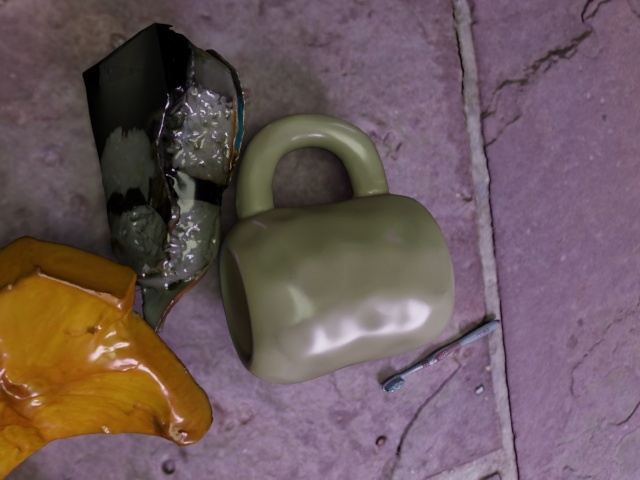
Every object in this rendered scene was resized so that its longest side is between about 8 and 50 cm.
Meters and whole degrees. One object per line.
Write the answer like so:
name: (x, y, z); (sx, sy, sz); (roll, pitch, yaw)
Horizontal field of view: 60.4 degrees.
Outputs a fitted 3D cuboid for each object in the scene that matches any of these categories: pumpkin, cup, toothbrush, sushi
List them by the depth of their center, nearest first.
pumpkin: (-0.259, 0.110, 0.456); (0.259, 0.095, 0.290); (-20, 133, -3)
sushi: (-0.134, -0.051, 0.537); (0.109, 0.134, 0.272); (-11, 95, -48)
cup: (0.008, 0.008, 0.554); (0.202, 0.173, 0.255); (-9, 111, -21)
toothbrush: (0.163, 0.150, 0.725); (0.193, 0.019, 0.013); (-26, 105, -18)
